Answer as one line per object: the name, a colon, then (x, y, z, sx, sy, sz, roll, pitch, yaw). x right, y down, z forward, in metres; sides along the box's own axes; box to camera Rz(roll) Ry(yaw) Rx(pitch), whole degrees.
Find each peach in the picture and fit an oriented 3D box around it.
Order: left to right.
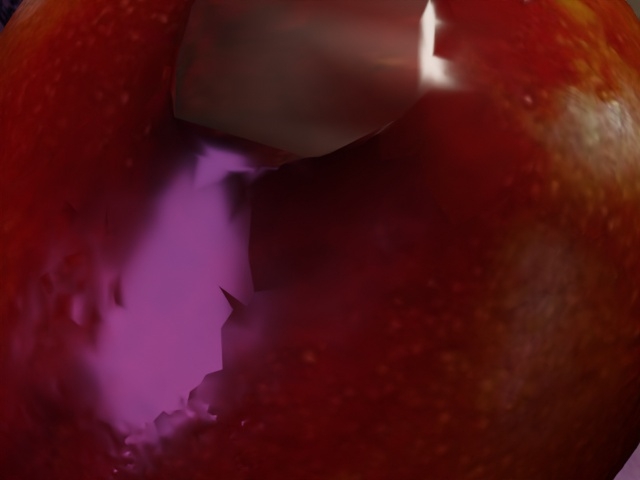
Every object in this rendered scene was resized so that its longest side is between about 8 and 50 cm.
peach: (0.000, 0.000, 0.869, 0.388, 0.388, 0.388, 23, 122, 44)
